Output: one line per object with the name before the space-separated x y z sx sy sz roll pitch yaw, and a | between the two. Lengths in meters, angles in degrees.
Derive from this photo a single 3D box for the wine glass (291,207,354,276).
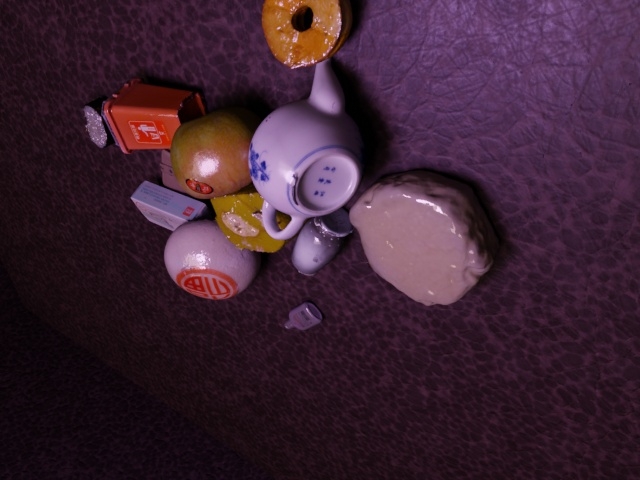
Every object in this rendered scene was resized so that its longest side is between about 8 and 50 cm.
wine glass | 0.000 0.000 1.421 0.111 0.111 0.204 42 138 4

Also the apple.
apple | -0.238 -0.211 1.346 0.260 0.260 0.194 -7 108 44

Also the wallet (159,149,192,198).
wallet | -0.430 -0.199 1.684 0.117 0.039 0.153 30 140 14

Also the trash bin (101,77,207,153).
trash bin | -0.419 -0.330 1.472 0.238 0.185 0.161 7 136 20

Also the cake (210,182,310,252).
cake | -0.160 -0.069 1.478 0.260 0.156 0.179 0 117 43

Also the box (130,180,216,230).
box | -0.447 -0.087 1.734 0.269 0.079 0.135 21 155 26

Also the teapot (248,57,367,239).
teapot | -0.039 -0.188 1.213 0.280 0.252 0.424 56 133 46

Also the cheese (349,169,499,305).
cheese | 0.218 -0.007 1.227 0.326 0.115 0.318 31 139 20

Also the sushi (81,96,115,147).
sushi | -0.666 -0.359 1.719 0.090 0.078 0.150 21 134 18

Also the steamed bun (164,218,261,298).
steamed bun | -0.318 0.073 1.635 0.282 0.177 0.283 4 146 3

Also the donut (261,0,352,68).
donut | -0.020 -0.426 1.081 0.190 0.074 0.174 -26 89 41

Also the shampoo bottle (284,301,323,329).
shampoo bottle | -0.059 0.242 1.740 0.080 0.040 0.165 48 141 -5
